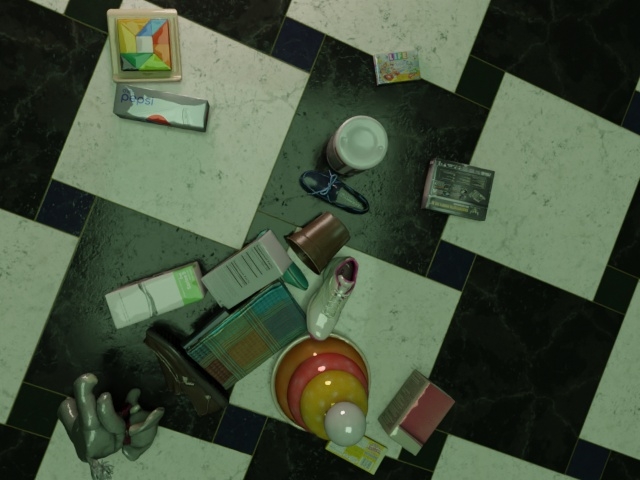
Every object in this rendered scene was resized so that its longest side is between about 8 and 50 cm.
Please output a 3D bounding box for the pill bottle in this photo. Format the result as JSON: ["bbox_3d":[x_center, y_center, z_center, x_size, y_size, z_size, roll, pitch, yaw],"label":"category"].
[{"bbox_3d":[0.107,-0.295,1.694,0.161,0.283,0.161,0,92,-8],"label":"pill bottle"}]

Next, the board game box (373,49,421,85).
[{"bbox_3d":[0.267,-0.602,1.834,0.154,0.026,0.104,-9,93,-8],"label":"board game box"}]

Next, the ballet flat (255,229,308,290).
[{"bbox_3d":[-0.138,0.079,1.786,0.087,0.083,0.247,-32,97,19],"label":"ballet flat"}]

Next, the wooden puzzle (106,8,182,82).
[{"bbox_3d":[-0.569,-0.633,1.704,0.220,0.044,0.239,-4,93,-8],"label":"wooden puzzle"}]

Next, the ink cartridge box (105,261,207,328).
[{"bbox_3d":[-0.510,0.167,1.666,0.272,0.198,0.115,-19,95,-8],"label":"ink cartridge box"}]

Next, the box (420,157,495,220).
[{"bbox_3d":[0.488,-0.179,1.868,0.230,0.056,0.183,11,91,-8],"label":"box"}]

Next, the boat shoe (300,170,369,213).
[{"bbox_3d":[0.057,-0.173,1.790,0.258,0.089,0.109,20,89,-8],"label":"boat shoe"}]

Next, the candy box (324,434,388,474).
[{"bbox_3d":[0.128,0.736,1.867,0.205,0.027,0.105,31,85,-8],"label":"candy box"}]

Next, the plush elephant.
[{"bbox_3d":[-0.630,0.572,1.657,0.330,0.255,0.272,55,128,25],"label":"plush elephant"}]

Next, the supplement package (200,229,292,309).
[{"bbox_3d":[-0.234,0.096,1.694,0.244,0.139,0.134,-33,97,17],"label":"supplement package"}]

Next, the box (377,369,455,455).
[{"bbox_3d":[0.330,0.593,1.830,0.126,0.148,0.232,38,88,-9],"label":"box"}]

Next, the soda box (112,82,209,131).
[{"bbox_3d":[-0.508,-0.424,1.697,0.286,0.091,0.098,9,91,-8],"label":"soda box"}]

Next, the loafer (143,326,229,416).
[{"bbox_3d":[-0.458,0.439,1.717,0.130,0.134,0.366,-41,97,-5],"label":"loafer"}]

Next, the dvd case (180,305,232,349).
[{"bbox_3d":[-0.311,0.340,1.721,0.180,0.022,0.253,-41,132,-4],"label":"dvd case"}]

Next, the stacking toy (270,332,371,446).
[{"bbox_3d":[0.029,0.493,1.615,0.350,0.480,0.351,0,92,-8],"label":"stacking toy"}]

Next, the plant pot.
[{"bbox_3d":[0.000,0.000,1.761,0.165,0.167,0.167,-43,97,-12],"label":"plant pot"}]

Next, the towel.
[{"bbox_3d":[-0.220,0.314,1.722,0.370,0.040,0.271,-37,132,-8],"label":"towel"}]

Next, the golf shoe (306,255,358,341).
[{"bbox_3d":[0.041,0.183,1.743,0.115,0.140,0.306,24,71,-14],"label":"golf shoe"}]
